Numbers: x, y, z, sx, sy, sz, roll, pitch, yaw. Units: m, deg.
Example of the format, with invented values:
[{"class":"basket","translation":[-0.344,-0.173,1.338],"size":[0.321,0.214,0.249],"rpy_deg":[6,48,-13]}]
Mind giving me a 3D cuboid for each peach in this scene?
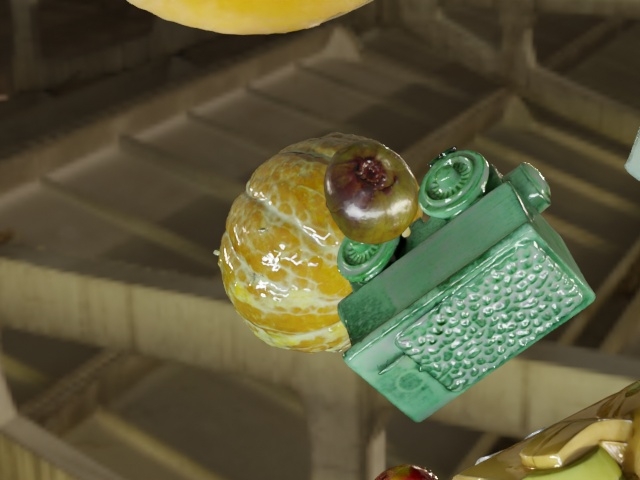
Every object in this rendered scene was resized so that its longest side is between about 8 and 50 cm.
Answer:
[{"class":"peach","translation":[0.083,0.243,1.311],"size":[0.077,0.050,0.083],"rpy_deg":[-1,174,10]}]

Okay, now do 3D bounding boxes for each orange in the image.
[{"class":"orange","translation":[0.000,0.000,1.921],"size":[0.249,0.329,0.329],"rpy_deg":[26,-150,24]}]

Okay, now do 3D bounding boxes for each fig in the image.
[{"class":"fig","translation":[0.040,-0.032,1.120],"size":[0.084,0.098,0.082],"rpy_deg":[28,-112,14]}]

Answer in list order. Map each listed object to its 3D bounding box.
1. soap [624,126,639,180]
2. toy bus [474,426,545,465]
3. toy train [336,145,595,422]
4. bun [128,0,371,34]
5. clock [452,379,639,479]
[{"class":"soap","translation":[0.455,-0.141,1.645],"size":[0.063,0.198,0.114],"rpy_deg":[-26,-127,-31]},{"class":"toy bus","translation":[0.363,0.316,1.835],"size":[0.342,0.138,0.097],"rpy_deg":[-10,-129,-25]},{"class":"toy train","translation":[0.133,0.033,1.389],"size":[0.266,0.145,0.202],"rpy_deg":[-37,-144,15]},{"class":"bun","translation":[-0.049,-0.275,0.826],"size":[0.298,0.299,0.165],"rpy_deg":[2,-139,8]},{"class":"clock","translation":[0.325,0.265,1.357],"size":[0.317,0.244,0.200],"rpy_deg":[-26,-170,-30]}]
